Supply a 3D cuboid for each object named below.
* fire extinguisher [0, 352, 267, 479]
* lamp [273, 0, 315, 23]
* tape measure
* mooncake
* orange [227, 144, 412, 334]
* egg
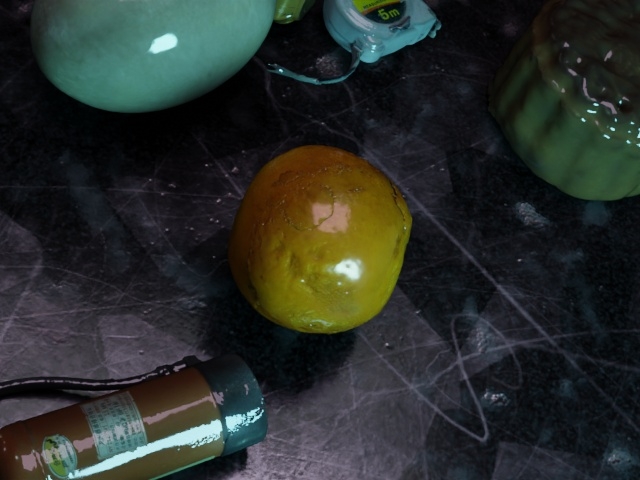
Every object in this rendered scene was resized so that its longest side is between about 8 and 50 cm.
[{"bbox_3d":[-0.263,0.223,1.287,0.376,0.113,0.200,-17,23,-27],"label":"fire extinguisher"},{"bbox_3d":[-0.082,-0.421,1.696,0.185,0.161,0.161,30,55,0],"label":"lamp"},{"bbox_3d":[0.018,-0.310,1.698,0.330,0.084,0.164,-27,68,-31],"label":"tape measure"},{"bbox_3d":[0.430,-0.227,1.717,0.324,0.187,0.324,9,55,-14],"label":"mooncake"},{"bbox_3d":[0.000,0.000,1.408,0.240,0.240,0.240,8,57,-13],"label":"orange"},{"bbox_3d":[-0.219,-0.306,1.519,0.352,0.258,0.258,-28,70,-35],"label":"egg"}]
